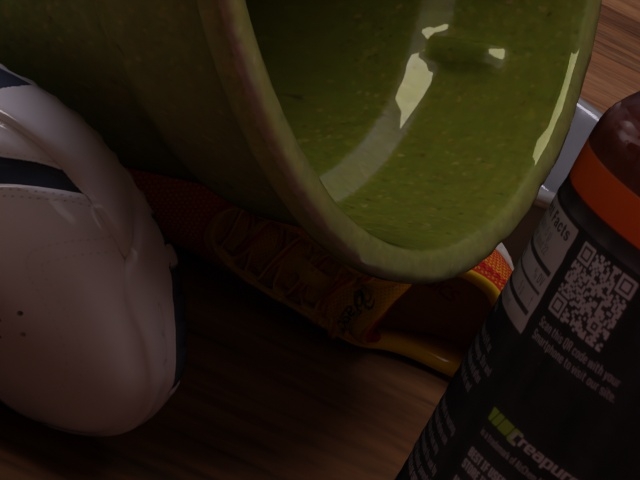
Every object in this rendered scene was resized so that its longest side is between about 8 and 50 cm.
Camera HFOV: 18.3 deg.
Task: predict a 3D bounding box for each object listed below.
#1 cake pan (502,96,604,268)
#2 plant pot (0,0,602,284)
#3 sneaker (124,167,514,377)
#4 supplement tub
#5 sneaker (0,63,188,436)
[{"bbox_3d":[0.035,-0.065,0.967,0.293,0.054,0.293,25,18,-9],"label":"cake pan"},{"bbox_3d":[-0.071,-0.132,0.640,0.254,0.276,0.276,4,5,29],"label":"plant pot"},{"bbox_3d":[0.000,0.000,0.725,0.175,0.064,0.067,20,29,-12],"label":"sneaker"},{"bbox_3d":[0.099,0.032,0.549,0.106,0.198,0.106,25,18,-9],"label":"supplement tub"},{"bbox_3d":[-0.152,-0.009,0.501,0.235,0.094,0.153,48,38,-5],"label":"sneaker"}]
